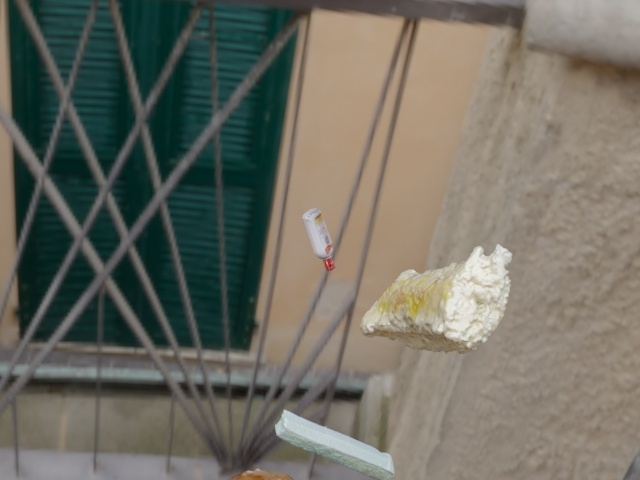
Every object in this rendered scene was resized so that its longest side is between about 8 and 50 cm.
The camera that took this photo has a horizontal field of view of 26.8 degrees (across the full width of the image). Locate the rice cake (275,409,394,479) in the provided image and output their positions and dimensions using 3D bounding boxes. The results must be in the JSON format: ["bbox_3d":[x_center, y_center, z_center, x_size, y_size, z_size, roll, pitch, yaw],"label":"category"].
[{"bbox_3d":[0.020,0.265,1.745,0.180,0.030,0.042,27,33,-25],"label":"rice cake"}]

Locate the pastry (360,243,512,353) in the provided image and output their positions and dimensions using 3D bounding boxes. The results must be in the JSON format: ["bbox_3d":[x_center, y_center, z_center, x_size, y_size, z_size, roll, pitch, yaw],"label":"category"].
[{"bbox_3d":[0.137,0.082,1.596,0.089,0.258,0.121,46,69,-8],"label":"pastry"}]

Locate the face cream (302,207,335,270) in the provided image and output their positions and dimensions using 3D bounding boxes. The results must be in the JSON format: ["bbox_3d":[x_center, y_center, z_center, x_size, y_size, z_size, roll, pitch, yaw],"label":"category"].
[{"bbox_3d":[0.000,0.000,1.785,0.021,0.083,0.040,-13,15,27],"label":"face cream"}]

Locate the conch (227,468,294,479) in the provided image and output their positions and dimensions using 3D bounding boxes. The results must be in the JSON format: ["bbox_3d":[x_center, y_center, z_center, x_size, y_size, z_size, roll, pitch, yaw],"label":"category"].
[{"bbox_3d":[-0.045,0.193,0.882,0.086,0.232,0.080,3,74,-12],"label":"conch"}]
